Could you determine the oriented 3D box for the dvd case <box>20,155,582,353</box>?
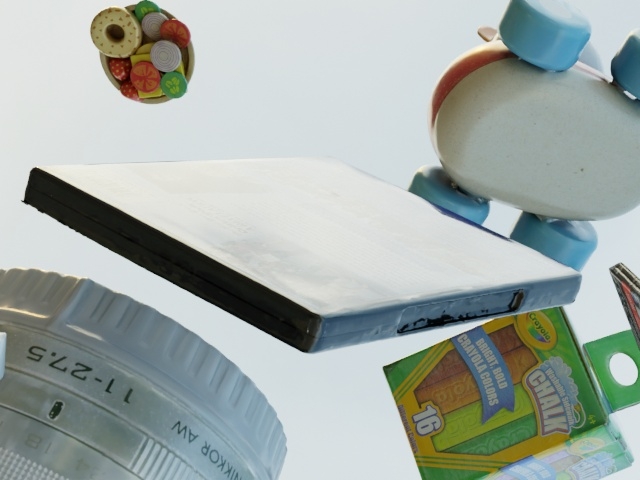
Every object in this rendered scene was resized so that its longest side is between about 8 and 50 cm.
[{"bbox_3d":[0.000,0.000,0.902,0.180,0.253,0.022,27,-72,30],"label":"dvd case"}]

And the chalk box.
[{"bbox_3d":[0.184,0.141,1.537,0.213,0.132,0.132,-25,-119,9],"label":"chalk box"}]

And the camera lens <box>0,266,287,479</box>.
[{"bbox_3d":[-0.161,0.180,0.905,0.219,0.219,0.274,-17,-142,50],"label":"camera lens"}]

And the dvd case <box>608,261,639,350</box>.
[{"bbox_3d":[0.235,0.073,1.209,0.013,0.087,0.119,-26,-154,-3],"label":"dvd case"}]

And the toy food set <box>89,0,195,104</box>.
[{"bbox_3d":[-0.135,-0.145,1.381,0.082,0.020,0.083,-5,-72,20],"label":"toy food set"}]

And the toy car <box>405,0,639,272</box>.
[{"bbox_3d":[0.178,-0.131,1.550,0.238,0.210,0.219,-105,-143,-54],"label":"toy car"}]

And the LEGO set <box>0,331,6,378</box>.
[{"bbox_3d":[-0.242,0.082,0.702,0.093,0.227,0.087,-116,-149,-73],"label":"LEGO set"}]
